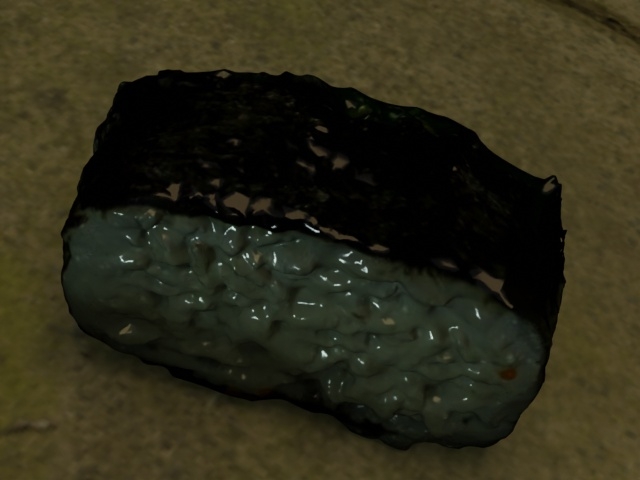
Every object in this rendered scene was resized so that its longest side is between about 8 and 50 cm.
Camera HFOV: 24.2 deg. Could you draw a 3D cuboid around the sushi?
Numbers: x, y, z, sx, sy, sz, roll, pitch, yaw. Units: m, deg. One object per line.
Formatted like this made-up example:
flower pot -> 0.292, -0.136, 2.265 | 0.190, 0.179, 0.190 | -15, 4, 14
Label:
sushi -> 0.000, 0.000, 0.669 | 0.225, 0.124, 0.127 | 16, 45, -2
